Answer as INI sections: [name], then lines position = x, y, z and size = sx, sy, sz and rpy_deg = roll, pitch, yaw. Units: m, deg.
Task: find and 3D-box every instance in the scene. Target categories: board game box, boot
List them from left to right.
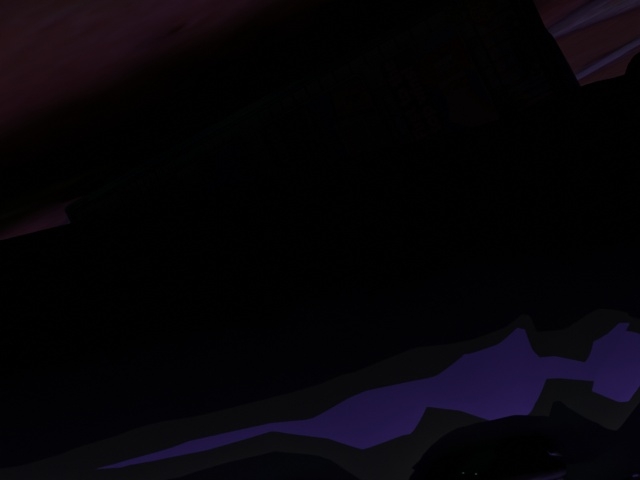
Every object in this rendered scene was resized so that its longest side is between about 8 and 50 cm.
[boot]
position = 0.001, 0.001, 0.450
size = 0.445, 0.146, 0.367
rpy_deg = -11, 152, 9
[board game box]
position = 0.008, -0.031, 0.651
size = 0.194, 0.060, 0.194
rpy_deg = -25, 177, 12
